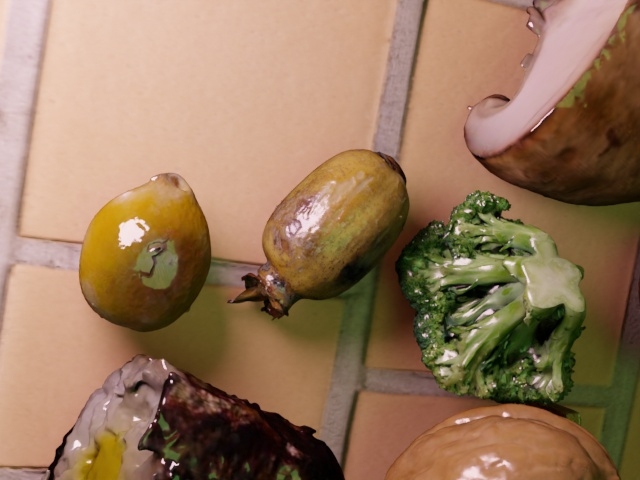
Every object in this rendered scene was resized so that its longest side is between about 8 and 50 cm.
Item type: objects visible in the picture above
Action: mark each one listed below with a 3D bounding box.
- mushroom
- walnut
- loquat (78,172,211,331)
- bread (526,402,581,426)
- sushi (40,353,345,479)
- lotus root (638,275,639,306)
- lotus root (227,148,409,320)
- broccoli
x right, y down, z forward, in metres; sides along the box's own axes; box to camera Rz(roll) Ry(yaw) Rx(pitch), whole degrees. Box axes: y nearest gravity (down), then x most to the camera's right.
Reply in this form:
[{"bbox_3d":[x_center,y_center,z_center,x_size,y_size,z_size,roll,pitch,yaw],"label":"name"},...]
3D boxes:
[{"bbox_3d":[0.432,-0.147,1.602,0.397,0.224,0.314,35,80,-28],"label":"mushroom"},{"bbox_3d":[0.239,0.350,1.505,0.313,0.252,0.277,-22,131,12],"label":"walnut"},{"bbox_3d":[-0.204,0.014,1.359,0.152,0.152,0.195,22,97,-28],"label":"loquat"},{"bbox_3d":[0.343,0.287,1.704,0.035,0.094,0.090,-3,98,-27],"label":"bread"},{"bbox_3d":[-0.156,0.305,1.353,0.294,0.299,0.281,30,62,-29],"label":"sushi"},{"bbox_3d":[0.589,0.066,1.728,0.272,0.192,0.272,-6,134,-6],"label":"lotus root"},{"bbox_3d":[0.001,0.001,1.461,0.278,0.154,0.154,-43,114,-8],"label":"lotus root"},{"bbox_3d":[0.245,0.085,1.535,0.265,0.245,0.294,-34,81,-30],"label":"broccoli"}]
